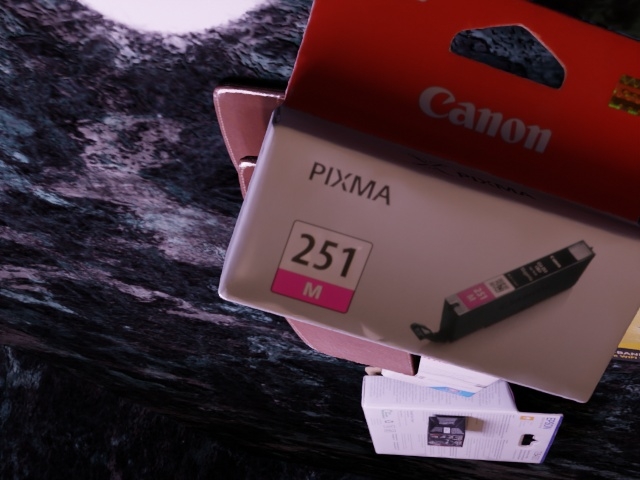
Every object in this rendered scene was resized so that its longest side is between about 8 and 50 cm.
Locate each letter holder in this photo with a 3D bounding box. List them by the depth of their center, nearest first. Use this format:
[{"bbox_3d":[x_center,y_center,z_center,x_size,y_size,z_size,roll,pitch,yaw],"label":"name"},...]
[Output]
[{"bbox_3d":[0.000,0.000,0.767,0.215,0.152,0.302,11,158,13],"label":"letter holder"}]

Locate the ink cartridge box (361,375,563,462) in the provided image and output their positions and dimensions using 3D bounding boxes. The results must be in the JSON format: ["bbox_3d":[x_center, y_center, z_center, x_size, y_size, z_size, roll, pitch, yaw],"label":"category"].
[{"bbox_3d":[0.252,0.329,1.459,0.330,0.071,0.324,0,151,8],"label":"ink cartridge box"}]

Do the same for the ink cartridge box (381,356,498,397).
[{"bbox_3d":[0.176,0.153,1.121,0.140,0.082,0.190,15,157,-2],"label":"ink cartridge box"}]

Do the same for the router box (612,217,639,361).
[{"bbox_3d":[0.400,0.052,0.736,0.309,0.081,0.243,3,156,26],"label":"router box"}]

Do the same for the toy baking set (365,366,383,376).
[{"bbox_3d":[0.194,0.254,1.434,0.256,0.030,0.196,10,153,-6],"label":"toy baking set"}]

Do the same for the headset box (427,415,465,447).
[{"bbox_3d":[0.213,0.326,1.356,0.062,0.032,0.083,2,152,8],"label":"headset box"}]

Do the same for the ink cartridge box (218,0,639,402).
[{"bbox_3d":[0.098,-0.037,0.527,0.275,0.238,0.060,17,-158,-8],"label":"ink cartridge box"}]
